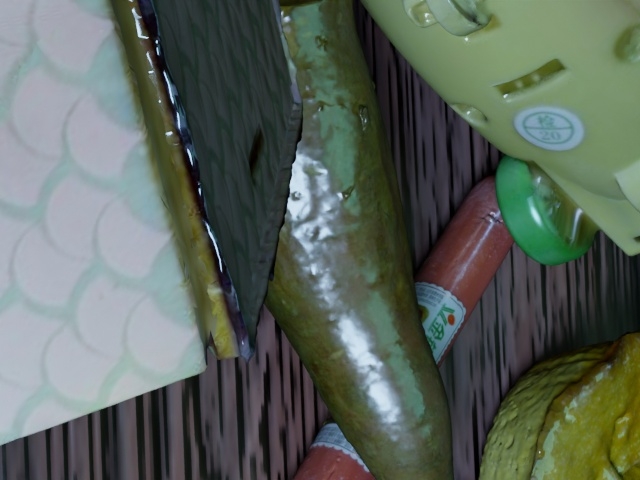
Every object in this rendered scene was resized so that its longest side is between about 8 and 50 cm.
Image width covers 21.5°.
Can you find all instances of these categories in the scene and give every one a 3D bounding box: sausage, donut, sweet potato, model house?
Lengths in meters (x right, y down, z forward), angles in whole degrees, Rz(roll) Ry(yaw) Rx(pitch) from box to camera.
[{"bbox_3d":[0.034,0.057,0.732,0.034,0.034,0.253,53,52,-29],"label":"sausage"},{"bbox_3d":[0.141,0.133,0.817,0.162,0.065,0.178,-33,111,-37],"label":"donut"},{"bbox_3d":[0.000,0.000,0.670,0.077,0.077,0.243,-15,95,-45],"label":"sweet potato"},{"bbox_3d":[-0.112,-0.037,0.429,0.326,0.244,0.169,-35,120,-43],"label":"model house"}]

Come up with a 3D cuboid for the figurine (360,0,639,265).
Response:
[{"bbox_3d":[0.111,-0.133,0.747,0.324,0.124,0.222,40,45,-33],"label":"figurine"}]
